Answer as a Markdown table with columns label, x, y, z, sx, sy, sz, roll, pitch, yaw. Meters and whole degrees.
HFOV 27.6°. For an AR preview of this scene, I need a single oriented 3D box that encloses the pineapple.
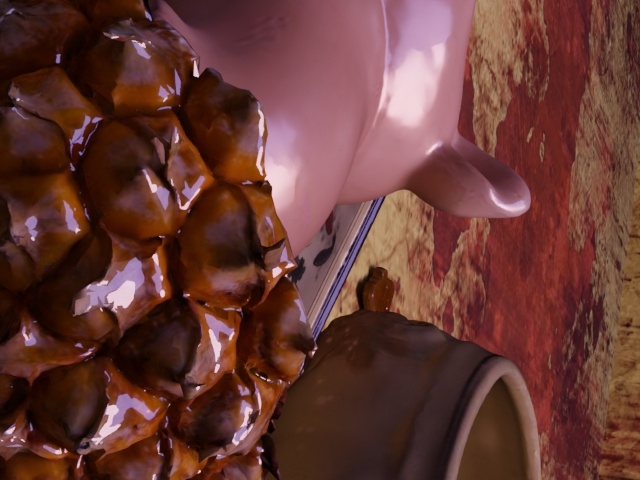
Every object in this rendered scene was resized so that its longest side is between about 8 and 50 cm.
| label | x | y | z | sx | sy | sz | roll | pitch | yaw |
| --- | --- | --- | --- | --- | --- | --- | --- | --- | --- |
| pineapple | -0.172 | 0.042 | 0.435 | 0.272 | 0.263 | 0.262 | -26 | 119 | -51 |

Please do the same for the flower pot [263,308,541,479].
| label | x | y | z | sx | sy | sz | roll | pitch | yaw |
| --- | --- | --- | --- | --- | --- | --- | --- | --- | --- |
| flower pot | -0.010 | 0.192 | 0.794 | 0.307 | 0.244 | 0.307 | 4 | 90 | -70 |

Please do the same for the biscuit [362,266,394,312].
| label | x | y | z | sx | sy | sz | roll | pitch | yaw |
| --- | --- | --- | --- | --- | --- | --- | --- | --- | --- |
| biscuit | 0.053 | 0.071 | 1.228 | 0.082 | 0.016 | 0.092 | -14 | 108 | -72 |

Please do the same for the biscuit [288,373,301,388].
| label | x | y | z | sx | sy | sz | roll | pitch | yaw |
| --- | --- | --- | --- | --- | --- | --- | --- | --- | --- |
| biscuit | -0.025 | 0.205 | 1.043 | 0.142 | 0.029 | 0.220 | -57 | 145 | -52 |

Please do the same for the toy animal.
| label | x | y | z | sx | sy | sz | roll | pitch | yaw |
| --- | --- | --- | --- | --- | --- | --- | --- | --- | --- |
| toy animal | -0.031 | -0.092 | 0.746 | 0.269 | 0.237 | 0.326 | 60 | 44 | -40 |

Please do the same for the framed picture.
| label | x | y | z | sx | sy | sz | roll | pitch | yaw |
| --- | --- | --- | --- | --- | --- | --- | --- | --- | --- |
| framed picture | 0.000 | 0.000 | 1.013 | 0.199 | 0.010 | 0.195 | -63 | 160 | -18 |
